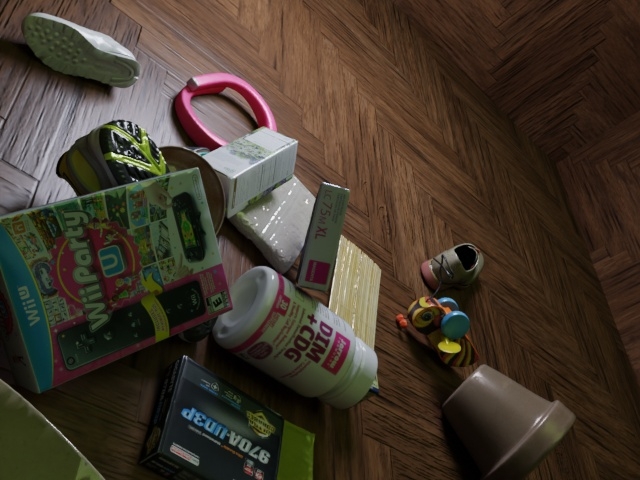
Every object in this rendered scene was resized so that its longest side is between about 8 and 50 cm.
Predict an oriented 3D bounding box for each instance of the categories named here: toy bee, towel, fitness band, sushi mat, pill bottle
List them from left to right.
[{"bbox_3d":[-0.206,-0.280,1.595,0.209,0.054,0.291,56,32,1],"label":"fitness band"},{"bbox_3d":[-0.099,-0.065,1.540,0.187,0.049,0.282,46,33,-12],"label":"towel"},{"bbox_3d":[-0.050,0.411,1.170,0.102,0.021,0.237,37,35,-29],"label":"towel"},{"bbox_3d":[-0.039,0.183,1.268,0.283,0.160,0.160,37,35,-27],"label":"pill bottle"},{"bbox_3d":[0.080,0.127,1.627,0.151,0.019,0.316,40,33,-21],"label":"sushi mat"},{"bbox_3d":[0.274,0.196,1.738,0.195,0.162,0.298,-128,-165,-87],"label":"toy bee"}]

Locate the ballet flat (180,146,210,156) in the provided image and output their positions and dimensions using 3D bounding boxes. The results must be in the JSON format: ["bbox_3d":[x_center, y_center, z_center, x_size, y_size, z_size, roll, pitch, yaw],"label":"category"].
[{"bbox_3d":[-0.284,-0.144,1.341,0.074,0.074,0.203,51,37,-7],"label":"ballet flat"}]

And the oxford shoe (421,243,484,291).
[{"bbox_3d":[0.424,0.069,2.052,0.348,0.130,0.123,-15,73,-58],"label":"oxford shoe"}]

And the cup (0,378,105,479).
[{"bbox_3d":[-0.322,0.312,0.648,0.331,0.331,0.237,52,56,-5],"label":"cup"}]

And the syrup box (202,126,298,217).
[{"bbox_3d":[-0.151,-0.143,1.431,0.093,0.096,0.237,26,37,21],"label":"syrup box"}]

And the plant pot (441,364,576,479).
[{"bbox_3d":[0.409,0.418,1.622,0.229,0.263,0.263,43,27,18],"label":"plant pot"}]

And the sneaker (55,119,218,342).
[{"bbox_3d":[-0.283,-0.005,1.147,0.385,0.147,0.145,67,29,-17],"label":"sneaker"}]

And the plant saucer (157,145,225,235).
[{"bbox_3d":[-0.265,-0.068,1.253,0.198,0.036,0.198,1,89,-36],"label":"plant saucer"}]

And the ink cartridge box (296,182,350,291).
[{"bbox_3d":[0.000,0.000,1.357,0.065,0.186,0.311,13,-3,-4],"label":"ink cartridge box"}]

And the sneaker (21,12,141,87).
[{"bbox_3d":[-0.453,-0.365,1.322,0.235,0.090,0.095,21,32,-49],"label":"sneaker"}]

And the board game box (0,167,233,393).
[{"bbox_3d":[-0.287,0.043,0.964,0.303,0.097,0.224,-21,103,-39],"label":"board game box"}]

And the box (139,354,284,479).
[{"bbox_3d":[-0.159,0.306,1.090,0.220,0.051,0.175,39,34,-25],"label":"box"}]

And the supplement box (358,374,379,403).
[{"bbox_3d":[0.064,0.274,1.399,0.056,0.083,0.083,29,40,-35],"label":"supplement box"}]
